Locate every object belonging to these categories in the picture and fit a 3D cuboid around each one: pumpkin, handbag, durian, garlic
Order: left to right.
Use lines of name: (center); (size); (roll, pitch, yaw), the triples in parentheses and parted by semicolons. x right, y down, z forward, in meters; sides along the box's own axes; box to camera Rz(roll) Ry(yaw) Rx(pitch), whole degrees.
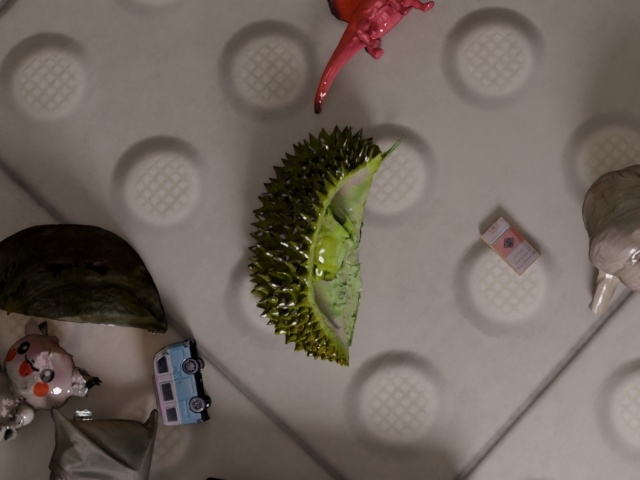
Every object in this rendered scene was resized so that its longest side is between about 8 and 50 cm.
pumpkin: (-0.372, 0.045, 1.861); (0.312, 0.169, 0.148); (6, 87, 3)
handbag: (-0.328, 0.372, 1.851); (0.182, 0.117, 0.270); (8, 86, -24)
durian: (-0.006, -0.006, 1.900); (0.169, 0.157, 0.355); (16, 85, -32)
garlic: (0.447, 0.017, 1.841); (0.218, 0.218, 0.212); (41, 126, 6)

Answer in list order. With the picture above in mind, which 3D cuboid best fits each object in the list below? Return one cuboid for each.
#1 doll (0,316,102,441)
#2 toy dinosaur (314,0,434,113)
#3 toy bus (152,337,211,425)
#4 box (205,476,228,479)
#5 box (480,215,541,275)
doll: (-0.431, 0.214, 1.883); (0.192, 0.095, 0.149); (-40, 66, -1)
toy dinosaur: (0.048, -0.336, 1.941); (0.286, 0.070, 0.139); (-45, 74, 1)
toy bus: (-0.207, 0.209, 1.893); (0.075, 0.060, 0.123); (-11, 86, 5)
box: (0.007, 0.496, 1.825); (0.415, 0.116, 0.264); (7, 86, 4)
box: (0.282, 0.007, 1.912); (0.046, 0.012, 0.083); (-45, 85, -1)
